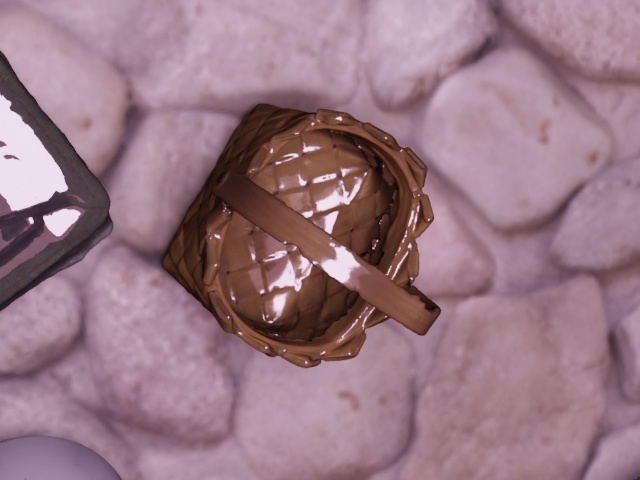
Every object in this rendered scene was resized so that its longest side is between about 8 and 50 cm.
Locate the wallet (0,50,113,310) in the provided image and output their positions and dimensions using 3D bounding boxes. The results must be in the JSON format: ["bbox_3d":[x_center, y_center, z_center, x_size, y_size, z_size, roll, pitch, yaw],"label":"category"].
[{"bbox_3d":[-0.249,-0.001,0.776,0.245,0.052,0.168,-37,105,-5],"label":"wallet"}]

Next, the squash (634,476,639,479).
[{"bbox_3d":[0.234,0.218,0.961,0.184,0.085,0.192,-41,114,-37],"label":"squash"}]

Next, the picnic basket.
[{"bbox_3d":[0.000,0.000,0.781,0.128,0.178,0.138,30,90,-20],"label":"picnic basket"}]

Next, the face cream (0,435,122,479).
[{"bbox_3d":[-0.157,0.170,0.802,0.117,0.104,0.117,-4,102,-18],"label":"face cream"}]
